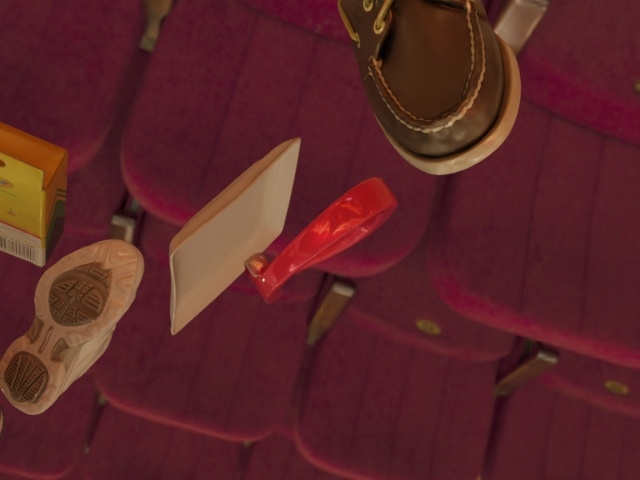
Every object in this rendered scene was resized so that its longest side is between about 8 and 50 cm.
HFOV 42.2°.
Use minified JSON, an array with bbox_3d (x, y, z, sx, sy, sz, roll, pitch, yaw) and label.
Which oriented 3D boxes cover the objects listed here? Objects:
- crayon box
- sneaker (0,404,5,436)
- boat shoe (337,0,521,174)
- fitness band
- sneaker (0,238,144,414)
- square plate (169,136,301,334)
[{"bbox_3d":[-0.485,-0.090,1.229,0.202,0.081,0.318,24,150,-7],"label":"crayon box"},{"bbox_3d":[-0.463,0.108,0.824,0.319,0.112,0.131,27,154,-1],"label":"sneaker"},{"bbox_3d":[0.065,-0.172,0.613,0.109,0.305,0.091,-25,133,18],"label":"boat shoe"},{"bbox_3d":[0.000,0.000,1.080,0.054,0.209,0.291,54,173,5],"label":"fitness band"},{"bbox_3d":[-0.260,0.080,0.907,0.090,0.115,0.232,43,111,4],"label":"sneaker"},{"bbox_3d":[-0.179,-0.010,1.604,0.049,0.347,0.344,38,151,13],"label":"square plate"}]
